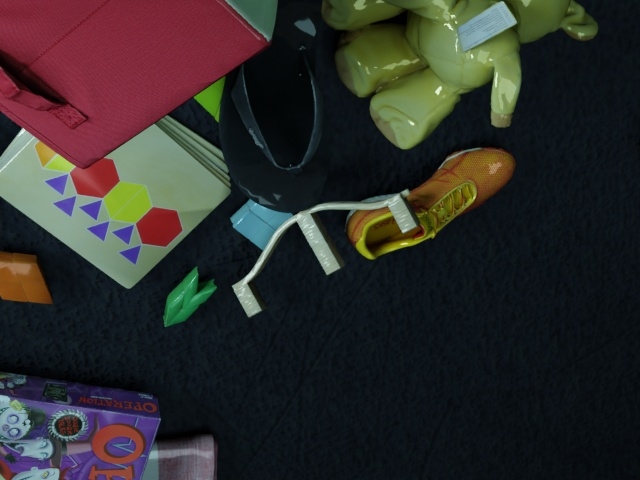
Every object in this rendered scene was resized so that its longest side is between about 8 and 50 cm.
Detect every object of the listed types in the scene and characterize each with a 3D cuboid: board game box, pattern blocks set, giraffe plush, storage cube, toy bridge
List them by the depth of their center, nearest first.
[{"bbox_3d":[-0.152,-0.202,0.765,0.193,0.215,0.184,-27,130,35],"label":"storage cube"},{"bbox_3d":[0.128,-0.192,0.926,0.170,0.210,0.181,-35,114,-35],"label":"giraffe plush"},{"bbox_3d":[-0.184,-0.056,0.976,0.285,0.026,0.325,-36,125,4],"label":"pattern blocks set"},{"bbox_3d":[0.000,0.000,1.023,0.188,0.026,0.063,-29,90,15],"label":"toy bridge"},{"bbox_3d":[-0.303,0.288,1.108,0.208,0.056,0.346,9,115,-23],"label":"board game box"}]

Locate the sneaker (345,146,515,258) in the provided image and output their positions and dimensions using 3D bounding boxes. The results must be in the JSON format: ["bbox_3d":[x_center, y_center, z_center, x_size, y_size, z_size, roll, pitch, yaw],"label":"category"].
[{"bbox_3d":[0.109,-0.030,1.059,0.175,0.067,0.064,-29,122,0],"label":"sneaker"}]

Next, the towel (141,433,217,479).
[{"bbox_3d":[-0.271,0.316,1.176,0.329,0.037,0.237,-5,120,-14],"label":"towel"}]

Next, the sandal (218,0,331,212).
[{"bbox_3d":[-0.037,-0.124,0.931,0.097,0.054,0.254,-12,128,-11],"label":"sandal"}]
